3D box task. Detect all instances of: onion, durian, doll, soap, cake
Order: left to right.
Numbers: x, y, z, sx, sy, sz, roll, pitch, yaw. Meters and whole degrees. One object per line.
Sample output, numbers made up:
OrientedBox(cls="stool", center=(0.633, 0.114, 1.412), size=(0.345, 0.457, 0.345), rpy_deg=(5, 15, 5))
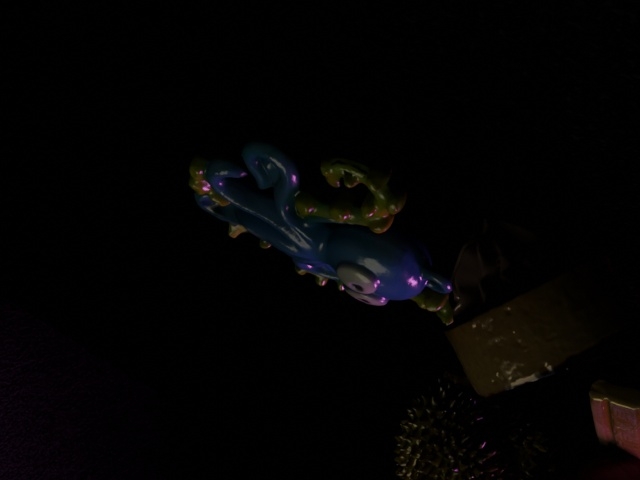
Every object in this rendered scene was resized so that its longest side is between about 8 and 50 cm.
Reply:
OrientedBox(cls="doll", center=(0.000, 0.000, 1.323), size=(0.341, 0.099, 0.346), rpy_deg=(15, 157, 17))
OrientedBox(cls="durian", center=(0.229, 0.342, 1.765), size=(0.258, 0.258, 0.293), rpy_deg=(14, 154, 24))
OrientedBox(cls="cake", center=(0.220, 0.056, 1.157), size=(0.208, 0.178, 0.185), rpy_deg=(-9, 166, -37))
OrientedBox(cls="onion", center=(0.416, 0.396, 1.754), size=(0.230, 0.163, 0.230), rpy_deg=(-20, 169, -4))
OrientedBox(cls="soap", center=(0.449, 0.266, 1.610), size=(0.092, 0.037, 0.252), rpy_deg=(12, 158, 24))

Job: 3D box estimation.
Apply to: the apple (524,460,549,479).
OrientedBox(cls="apple", center=(0.412, 0.623, 2.009), size=(0.474, 0.473, 0.473), rpy_deg=(21, 161, 8))
